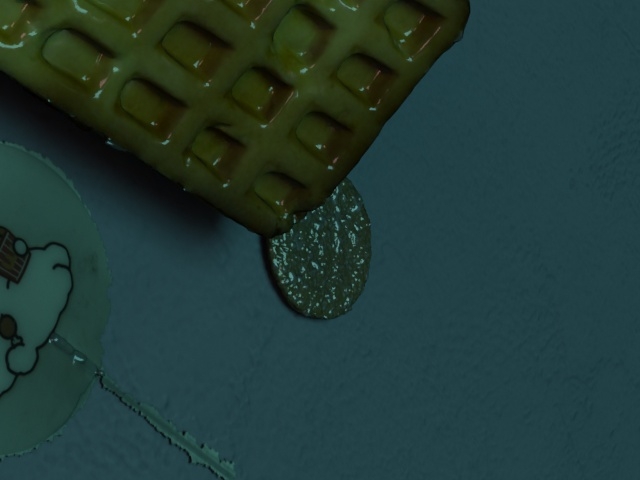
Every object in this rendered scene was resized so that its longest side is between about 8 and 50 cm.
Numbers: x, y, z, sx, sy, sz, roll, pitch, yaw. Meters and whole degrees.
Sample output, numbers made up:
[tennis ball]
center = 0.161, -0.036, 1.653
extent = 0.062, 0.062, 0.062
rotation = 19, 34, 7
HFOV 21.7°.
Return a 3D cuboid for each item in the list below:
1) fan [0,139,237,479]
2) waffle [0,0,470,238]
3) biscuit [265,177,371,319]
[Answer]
[fan]
center = -0.148, 0.070, 1.022
extent = 0.329, 0.009, 0.190
rotation = 45, 51, -36
[waffle]
center = -0.076, -0.153, 1.003
extent = 0.328, 0.098, 0.224
rotation = 32, 98, -42
[biscuit]
center = 0.000, 0.000, 1.211
extent = 0.120, 0.015, 0.120
rotation = 10, 78, -50
